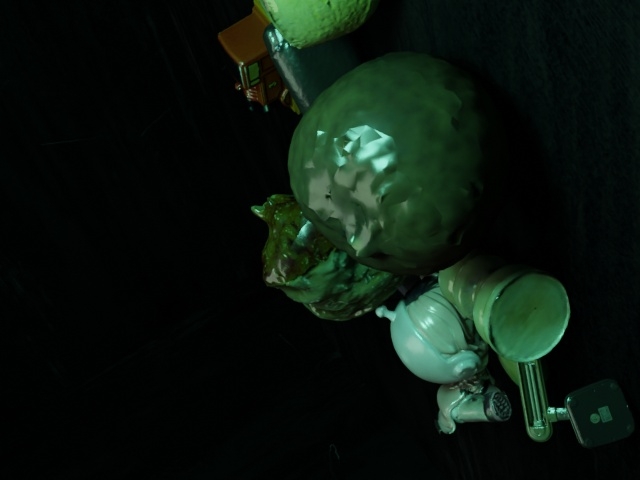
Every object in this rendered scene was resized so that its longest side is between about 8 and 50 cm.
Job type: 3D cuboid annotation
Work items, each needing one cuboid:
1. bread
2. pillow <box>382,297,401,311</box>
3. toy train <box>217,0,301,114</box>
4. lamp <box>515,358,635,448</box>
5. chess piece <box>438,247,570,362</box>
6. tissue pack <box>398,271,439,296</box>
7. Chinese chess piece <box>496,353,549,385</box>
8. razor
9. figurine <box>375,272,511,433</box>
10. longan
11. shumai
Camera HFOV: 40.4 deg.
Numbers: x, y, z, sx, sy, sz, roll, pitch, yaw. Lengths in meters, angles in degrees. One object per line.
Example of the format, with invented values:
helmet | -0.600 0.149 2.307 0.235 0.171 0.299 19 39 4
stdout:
bread | -0.022 -0.520 1.586 0.320 0.237 0.320 158 90 -89
pillow | 0.283 0.226 2.233 0.250 0.106 0.186 23 -172 -27
toy train | -0.115 -0.442 2.093 0.163 0.231 0.369 55 168 22
lamp | 0.504 0.306 1.760 0.283 0.124 0.203 141 110 -77
chess piece | 0.345 0.104 1.769 0.182 0.182 0.330 64 172 -21
tissue pack | 0.238 0.086 2.227 0.156 0.112 0.051 47 162 40
Chinese chess piece | 0.454 0.267 1.954 0.144 0.058 0.144 56 167 21
razor | 0.018 -0.355 1.894 0.327 0.189 0.107 61 168 -22
figurine | 0.296 0.264 2.003 0.361 0.211 0.253 64 173 -20
longan | 0.135 -0.131 1.510 0.391 0.391 0.391 54 167 19
shumai | 0.000 0.000 1.907 0.323 0.397 0.324 1 -124 -52
